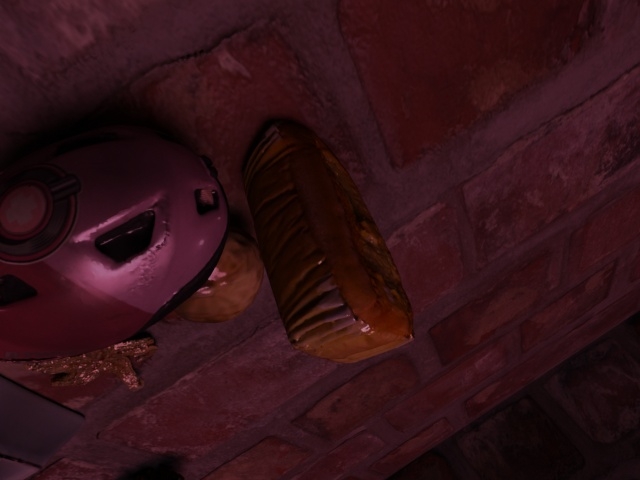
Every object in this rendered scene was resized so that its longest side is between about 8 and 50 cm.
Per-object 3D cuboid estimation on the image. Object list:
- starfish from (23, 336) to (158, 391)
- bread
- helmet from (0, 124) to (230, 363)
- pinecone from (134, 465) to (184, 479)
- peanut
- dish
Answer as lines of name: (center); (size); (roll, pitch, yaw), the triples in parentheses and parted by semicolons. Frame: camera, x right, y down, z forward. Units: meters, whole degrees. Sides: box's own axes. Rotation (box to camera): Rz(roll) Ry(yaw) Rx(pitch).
starfish: (-0.324, 0.183, 0.644); (0.150, 0.053, 0.209); (-24, 141, -4)
bread: (0.000, 0.000, 0.500); (0.119, 0.288, 0.152); (-38, 140, 20)
helmet: (-0.207, -0.013, 0.399); (0.253, 0.198, 0.154); (-24, 165, -28)
pinecone: (-0.363, 0.579, 0.935); (0.195, 0.150, 0.179); (-38, 139, 5)
peanut: (-0.144, 0.044, 0.583); (0.141, 0.109, 0.159); (-13, 149, -7)
dish: (-0.490, 0.298, 0.630); (0.182, 0.080, 0.243); (-28, 139, -6)
